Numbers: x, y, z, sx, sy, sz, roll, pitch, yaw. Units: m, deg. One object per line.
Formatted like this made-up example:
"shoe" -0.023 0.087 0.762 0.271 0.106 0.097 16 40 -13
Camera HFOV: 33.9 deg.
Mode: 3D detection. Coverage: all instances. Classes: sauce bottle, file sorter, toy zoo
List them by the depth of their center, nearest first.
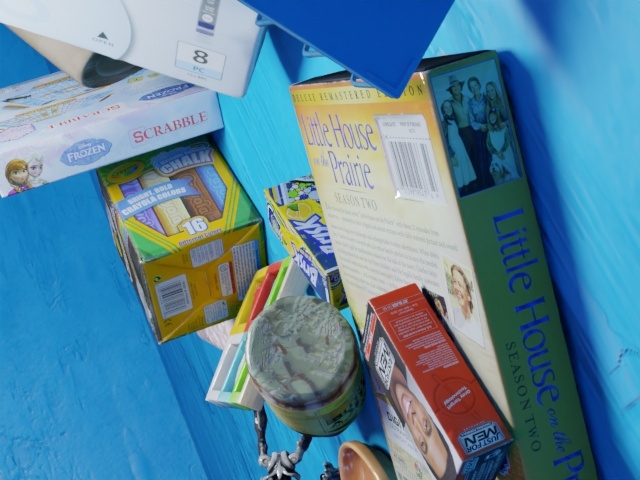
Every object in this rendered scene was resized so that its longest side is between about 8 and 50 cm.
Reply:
"file sorter" -0.007 -0.185 0.669 0.170 0.118 0.104 30 179 -18
"sauce bottle" -0.006 0.150 1.123 0.344 0.111 0.111 73 173 -72
"toy zoo" -0.086 0.123 1.352 0.293 0.030 0.192 155 137 -74

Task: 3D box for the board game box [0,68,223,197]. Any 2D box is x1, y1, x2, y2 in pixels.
"board game box" -0.340 -0.187 1.536 0.318 0.319 0.066 -136 30 -59

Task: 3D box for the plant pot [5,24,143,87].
"plant pot" -0.313 -0.364 1.355 0.280 0.323 0.323 53 161 6

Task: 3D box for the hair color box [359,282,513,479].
"hair color box" 0.080 0.109 0.761 0.141 0.043 0.072 59 159 32

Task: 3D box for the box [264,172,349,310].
"box" 0.000 0.000 1.093 0.169 0.059 0.054 -127 22 -48

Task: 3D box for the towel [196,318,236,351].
"towel" -0.209 0.044 1.837 0.332 0.053 0.317 -175 67 -73

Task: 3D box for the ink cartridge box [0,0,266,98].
"ink cartridge box" -0.180 -0.296 0.937 0.385 0.308 0.091 117 170 -66

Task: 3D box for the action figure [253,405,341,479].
"action figure" -0.037 0.316 1.377 0.141 0.164 0.275 36 -132 -69

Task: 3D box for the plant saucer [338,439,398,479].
"plant saucer" 0.079 0.327 1.239 0.200 0.037 0.200 161 90 -73

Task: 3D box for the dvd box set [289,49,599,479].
"dvd box set" 0.097 0.064 0.849 0.307 0.062 0.420 -164 56 -71

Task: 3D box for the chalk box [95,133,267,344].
"chalk box" -0.211 -0.027 1.544 0.180 0.179 0.289 87 159 -45
